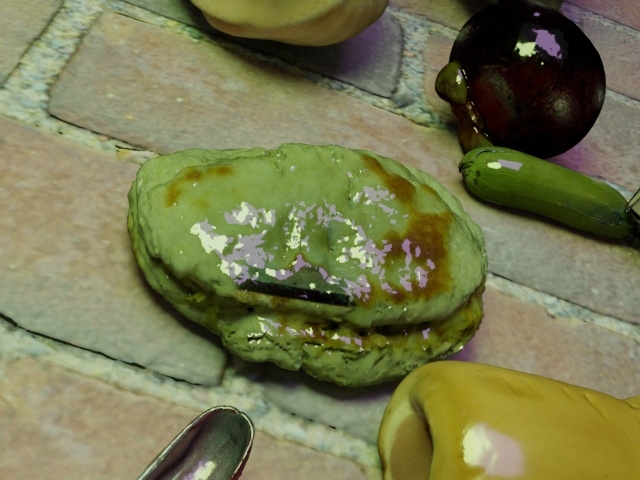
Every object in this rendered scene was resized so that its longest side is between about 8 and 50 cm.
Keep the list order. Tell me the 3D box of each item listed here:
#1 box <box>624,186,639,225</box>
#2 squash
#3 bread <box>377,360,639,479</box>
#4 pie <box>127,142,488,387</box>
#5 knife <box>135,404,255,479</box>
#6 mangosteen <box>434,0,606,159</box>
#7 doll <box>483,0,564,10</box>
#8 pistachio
[{"bbox_3d":[0.411,-0.032,0.833,0.203,0.106,0.251,43,39,9],"label":"box"},{"bbox_3d":[0.204,-0.039,0.800,0.183,0.052,0.052,19,38,-12],"label":"squash"},{"bbox_3d":[0.125,0.131,0.529,0.173,0.085,0.134,13,39,-14],"label":"bread"},{"bbox_3d":[0.000,0.000,0.614,0.247,0.090,0.201,4,46,-19],"label":"pie"},{"bbox_3d":[-0.120,0.163,0.392,0.123,0.053,0.278,30,38,14],"label":"knife"},{"bbox_3d":[0.176,-0.137,0.835,0.152,0.153,0.153,14,39,-12],"label":"mangosteen"},{"bbox_3d":[0.245,-0.397,1.100,0.247,0.247,0.349,27,35,4],"label":"doll"},{"bbox_3d":[-0.038,-0.300,0.853,0.229,0.230,0.309,-4,42,-31],"label":"pistachio"}]
